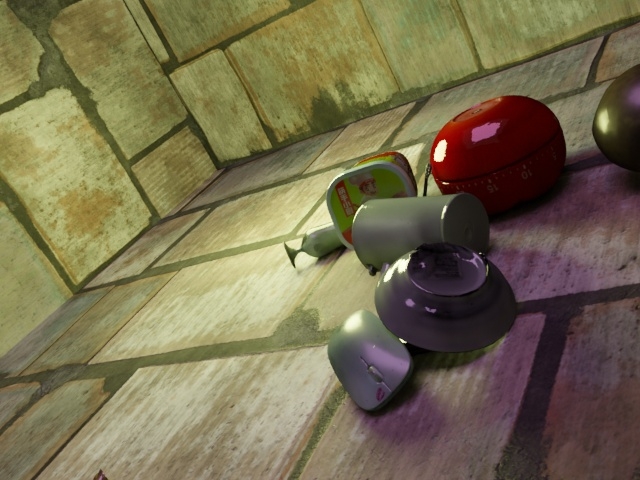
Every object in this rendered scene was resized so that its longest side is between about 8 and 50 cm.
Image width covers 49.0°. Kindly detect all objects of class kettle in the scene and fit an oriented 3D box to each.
[{"bbox_3d":[0.244,-0.001,1.832,0.318,0.205,0.265,-1,30,47],"label":"kettle"}]

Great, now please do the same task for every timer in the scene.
[{"bbox_3d":[0.498,-0.249,1.996,0.378,0.279,0.378,-26,17,9],"label":"timer"}]

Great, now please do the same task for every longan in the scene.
[{"bbox_3d":[0.832,-0.305,1.699,0.350,0.288,0.288,-22,18,-11],"label":"longan"}]

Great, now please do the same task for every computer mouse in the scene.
[{"bbox_3d":[0.092,0.244,1.518,0.159,0.097,0.288,-46,21,3],"label":"computer mouse"}]

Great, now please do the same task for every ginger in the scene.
[{"bbox_3d":[-0.522,0.575,1.670,0.048,0.030,0.097,-56,18,4],"label":"ginger"}]

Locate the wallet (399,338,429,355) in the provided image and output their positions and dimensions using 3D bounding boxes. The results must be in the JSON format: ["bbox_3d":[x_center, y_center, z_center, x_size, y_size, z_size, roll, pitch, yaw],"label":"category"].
[{"bbox_3d":[0.241,0.198,1.583,0.195,0.042,0.161,-19,17,29],"label":"wallet"}]

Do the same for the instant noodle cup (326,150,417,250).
[{"bbox_3d":[0.184,-0.140,2.196,0.294,0.294,0.308,-21,14,19],"label":"instant noodle cup"}]

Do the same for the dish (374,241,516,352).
[{"bbox_3d":[0.269,0.093,1.507,0.316,0.106,0.316,-2,41,2],"label":"dish"}]

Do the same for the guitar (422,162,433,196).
[{"bbox_3d":[0.298,-0.102,1.992,0.088,0.233,0.025,11,9,43],"label":"guitar"}]

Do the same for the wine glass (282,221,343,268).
[{"bbox_3d":[0.000,0.000,2.289,0.231,0.103,0.103,-25,20,2],"label":"wine glass"}]
